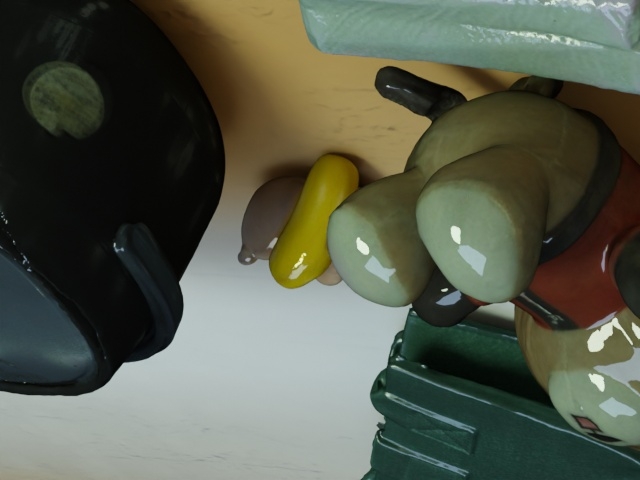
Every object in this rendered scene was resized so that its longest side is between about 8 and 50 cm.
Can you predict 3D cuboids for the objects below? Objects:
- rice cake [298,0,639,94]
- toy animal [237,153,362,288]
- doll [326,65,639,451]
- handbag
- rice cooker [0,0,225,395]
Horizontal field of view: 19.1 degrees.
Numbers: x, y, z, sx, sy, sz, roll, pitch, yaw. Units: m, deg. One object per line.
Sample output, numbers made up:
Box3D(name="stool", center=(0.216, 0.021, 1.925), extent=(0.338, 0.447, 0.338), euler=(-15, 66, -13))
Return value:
Box3D(name="rice cake", center=(0.089, -0.131, 1.079), extent=(0.222, 0.042, 0.080), euler=(10, 143, 22))
Box3D(name="toy animal", center=(0.000, 0.000, 1.306), extent=(0.082, 0.091, 0.114), euler=(27, 151, -36))
Box3D(name="doll", center=(0.164, 0.019, 1.149), extent=(0.330, 0.174, 0.235), euler=(36, 151, -30))
Box3D(name="handbag", center=(0.151, 0.176, 1.479), extent=(0.238, 0.089, 0.326), euler=(18, 150, 8))
Box3D(name="rice cooker", center=(-0.197, -0.040, 1.231), extent=(0.267, 0.224, 0.267), euler=(15, 147, 10))
